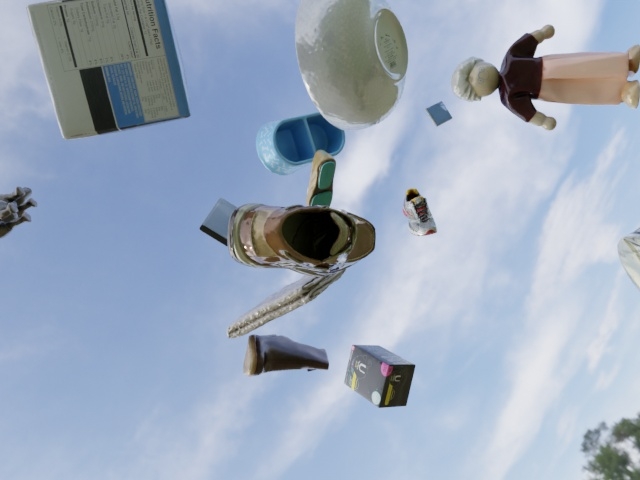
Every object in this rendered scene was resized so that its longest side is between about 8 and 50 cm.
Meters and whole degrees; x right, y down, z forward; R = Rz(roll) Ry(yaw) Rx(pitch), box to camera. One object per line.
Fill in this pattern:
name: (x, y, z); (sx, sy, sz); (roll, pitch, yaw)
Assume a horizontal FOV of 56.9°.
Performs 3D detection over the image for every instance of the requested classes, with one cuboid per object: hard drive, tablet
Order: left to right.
hard drive: (-0.231, -0.043, 1.448); (0.022, 0.094, 0.135); (-52, 11, 34)
tablet: (0.294, -0.315, 1.466); (0.083, 0.054, 0.006); (-32, -1, -43)

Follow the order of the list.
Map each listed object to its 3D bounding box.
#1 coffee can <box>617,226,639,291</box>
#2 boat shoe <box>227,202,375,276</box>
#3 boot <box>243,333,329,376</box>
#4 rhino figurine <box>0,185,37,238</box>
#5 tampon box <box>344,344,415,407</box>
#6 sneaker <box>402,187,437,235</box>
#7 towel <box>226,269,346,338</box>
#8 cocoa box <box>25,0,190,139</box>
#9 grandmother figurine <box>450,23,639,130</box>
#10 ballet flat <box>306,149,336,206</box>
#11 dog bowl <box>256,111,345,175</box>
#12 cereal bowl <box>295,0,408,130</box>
coffee can: (0.636, -0.004, 0.897); (0.275, 0.201, 0.201); (-36, -40, 3)
boat shoe: (0.000, 0.000, 0.959); (0.324, 0.119, 0.123); (-1, -92, -51)
boot: (-0.078, 0.283, 1.440); (0.206, 0.248, 0.090); (10, -87, -4)
rhino figurine: (-0.707, -0.073, 1.335); (0.106, 0.243, 0.073); (-31, -62, -2)
tampon box: (0.159, 0.366, 1.609); (0.101, 0.161, 0.121); (8, -84, -34)
sneaker: (0.323, -0.093, 1.965); (0.088, 0.225, 0.093); (-12, -52, -7)
towel: (-0.082, 0.136, 1.375); (0.282, 0.049, 0.187); (-30, 0, 33)
cocoa box: (-0.384, -0.337, 1.157); (0.227, 0.347, 0.232); (-13, -75, -9)
grandmother figurine: (0.430, -0.324, 1.159); (0.104, 0.342, 0.208); (45, -131, -69)
ballet flat: (-0.002, -0.158, 1.697); (0.080, 0.073, 0.232); (-10, -44, -27)
dog bowl: (-0.048, -0.295, 1.749); (0.297, 0.074, 0.166); (-20, -85, -35)
cereal bowl: (0.098, -0.421, 1.318); (0.339, 0.141, 0.339); (9, -102, -54)
